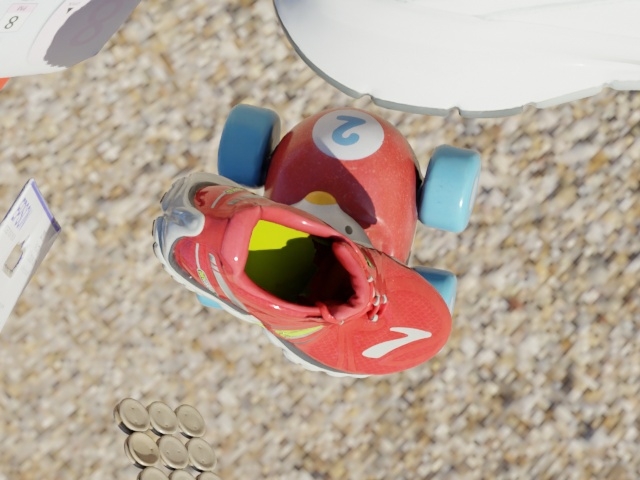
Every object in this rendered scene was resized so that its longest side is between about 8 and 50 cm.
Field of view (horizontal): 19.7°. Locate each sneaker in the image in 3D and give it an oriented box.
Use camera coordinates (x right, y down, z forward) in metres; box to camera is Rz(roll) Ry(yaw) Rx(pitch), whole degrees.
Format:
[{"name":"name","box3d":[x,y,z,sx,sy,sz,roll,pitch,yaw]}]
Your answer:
[{"name":"sneaker","box3d":[0.133,-0.104,0.584,0.297,0.111,0.129,1,134,-1]},{"name":"sneaker","box3d":[0.004,0.040,1.331,0.279,0.107,0.118,24,174,-39]}]

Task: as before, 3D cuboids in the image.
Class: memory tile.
[{"name":"memory tile","box3d":[-0.136,0.217,1.730,0.012,0.113,0.148,-38,59,31]}]

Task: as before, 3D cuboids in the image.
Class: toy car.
[{"name":"toy car","box3d":[0.000,0.000,1.495,0.219,0.238,0.210,12,99,9]}]

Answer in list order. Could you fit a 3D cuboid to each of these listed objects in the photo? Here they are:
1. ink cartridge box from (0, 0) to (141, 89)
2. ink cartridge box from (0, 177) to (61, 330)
[{"name":"ink cartridge box","box3d":[-0.260,-0.137,1.441,0.066,0.189,0.232,47,117,15]},{"name":"ink cartridge box","box3d":[-0.184,0.066,0.801,0.045,0.208,0.206,29,172,-2]}]
